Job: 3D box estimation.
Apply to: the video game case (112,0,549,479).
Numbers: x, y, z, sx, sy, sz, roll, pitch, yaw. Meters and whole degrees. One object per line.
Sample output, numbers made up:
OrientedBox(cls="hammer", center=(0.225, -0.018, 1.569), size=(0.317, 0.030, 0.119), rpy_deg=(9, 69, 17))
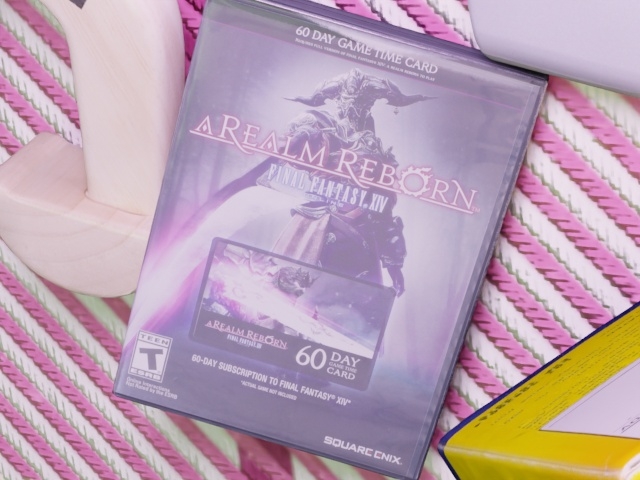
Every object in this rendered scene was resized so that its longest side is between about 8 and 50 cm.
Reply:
OrientedBox(cls="video game case", center=(0.000, 0.000, 1.130), size=(0.196, 0.026, 0.274), rpy_deg=(16, 117, 1))

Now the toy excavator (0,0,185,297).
OrientedBox(cls="toy excavator", center=(-0.193, -0.226, 1.112), size=(0.445, 0.222, 0.433), rpy_deg=(38, 127, 3))

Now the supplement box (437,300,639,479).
OrientedBox(cls="supplement box", center=(0.212, 0.125, 0.879), size=(0.195, 0.194, 0.356), rpy_deg=(57, 172, -1))

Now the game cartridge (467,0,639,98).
OrientedBox(cls="game cartridge", center=(0.166, -0.213, 0.972), size=(0.196, 0.060, 0.294), rpy_deg=(19, 119, 29))

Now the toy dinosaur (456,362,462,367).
OrientedBox(cls="toy dinosaur", center=(0.007, 0.014, 1.167), size=(0.092, 0.053, 0.183), rpy_deg=(-21, 98, 35))
